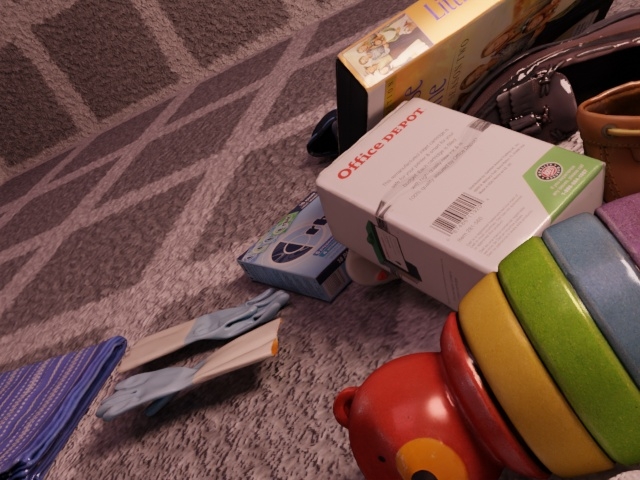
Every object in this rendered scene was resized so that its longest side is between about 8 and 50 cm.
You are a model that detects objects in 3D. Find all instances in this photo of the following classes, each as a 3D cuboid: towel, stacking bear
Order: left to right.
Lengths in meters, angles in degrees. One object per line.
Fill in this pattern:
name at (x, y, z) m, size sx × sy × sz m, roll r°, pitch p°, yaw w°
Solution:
towel at (-0.433, 0.241, 0.908) m, size 0.336 × 0.040 × 0.243 m, roll -18°, pitch 27°, yaw 27°
stacking bear at (0.146, 0.083, 0.431) m, size 0.289 × 0.175 × 0.164 m, roll -33°, pitch 10°, yaw 16°

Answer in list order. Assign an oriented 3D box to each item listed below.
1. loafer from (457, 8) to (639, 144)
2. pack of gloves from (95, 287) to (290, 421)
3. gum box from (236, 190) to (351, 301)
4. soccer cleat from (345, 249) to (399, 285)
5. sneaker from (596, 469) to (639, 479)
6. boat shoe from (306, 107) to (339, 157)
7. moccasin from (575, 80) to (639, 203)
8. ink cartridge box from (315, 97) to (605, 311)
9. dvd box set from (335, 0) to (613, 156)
loafer at (0.299, -0.183, 0.803) m, size 0.302 × 0.109 × 0.095 m, roll -31°, pitch 30°, yaw -4°
pack of gloves at (-0.137, 0.139, 0.787) m, size 0.232 × 0.046 × 0.195 m, roll -22°, pitch 15°, yaw 12°
gum box at (0.000, 0.000, 0.866) m, size 0.157 × 0.041 × 0.184 m, roll -44°, pitch 29°, yaw -25°
soccer cleat at (0.102, -0.016, 0.768) m, size 0.196 × 0.068 × 0.076 m, roll -41°, pitch 8°, yaw -17°
sneaker at (0.200, 0.163, 0.290) m, size 0.240 × 0.091 × 0.126 m, roll -38°, pitch 44°, yaw 50°
boat shoe at (0.064, -0.166, 1.059) m, size 0.089 × 0.109 × 0.258 m, roll -49°, pitch 14°, yaw -20°
moccasin at (0.404, -0.131, 0.534) m, size 0.380 × 0.147 × 0.139 m, roll -12°, pitch 31°, yaw 35°
ink cartridge box at (0.128, -0.034, 0.647) m, size 0.160 × 0.093 × 0.219 m, roll -41°, pitch 48°, yaw -21°
dvd box set at (0.203, -0.233, 0.831) m, size 0.420 × 0.062 × 0.308 m, roll -35°, pitch -18°, yaw -10°
